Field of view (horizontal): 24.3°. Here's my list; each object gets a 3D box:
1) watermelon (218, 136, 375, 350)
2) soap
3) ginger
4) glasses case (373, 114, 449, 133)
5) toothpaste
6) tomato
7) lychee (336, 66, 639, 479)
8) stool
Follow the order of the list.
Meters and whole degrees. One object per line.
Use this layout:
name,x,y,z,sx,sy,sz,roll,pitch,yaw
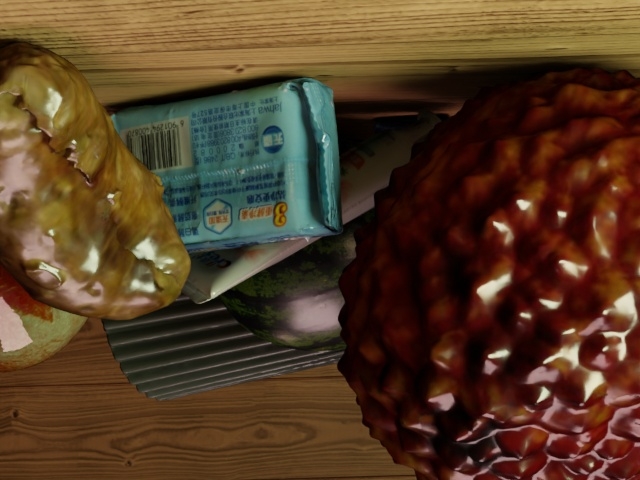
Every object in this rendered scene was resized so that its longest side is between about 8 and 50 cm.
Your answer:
watermelon,-0.004,-0.001,1.675,0.269,0.268,0.269,-2,174,0
soap,-0.099,-0.065,1.429,0.293,0.156,0.077,-5,176,33
ginger,-0.236,-0.049,1.303,0.172,0.165,0.321,12,150,30
glasses case,0.098,-0.120,1.600,0.083,0.023,0.033,-3,176,6
toothpaste,-0.010,-0.032,1.507,0.323,0.066,0.100,-32,-148,-19
tomato,-0.333,-0.010,1.514,0.222,0.270,0.270,-49,-162,-25
lychee,0.252,0.039,1.370,0.500,0.424,0.424,-35,175,-3
stool,-0.085,0.051,1.983,0.330,0.297,0.297,-9,172,23
